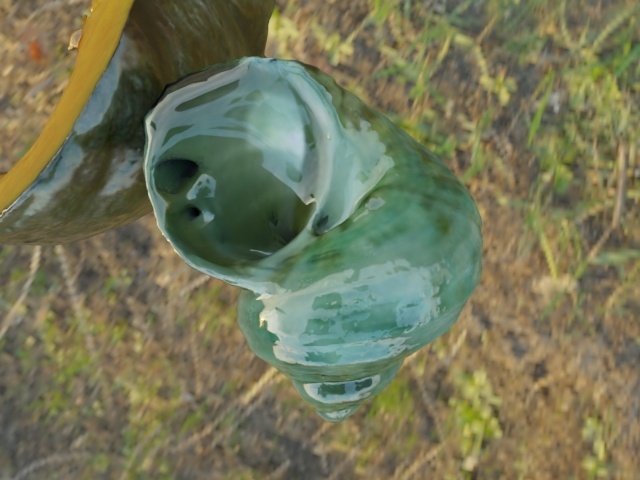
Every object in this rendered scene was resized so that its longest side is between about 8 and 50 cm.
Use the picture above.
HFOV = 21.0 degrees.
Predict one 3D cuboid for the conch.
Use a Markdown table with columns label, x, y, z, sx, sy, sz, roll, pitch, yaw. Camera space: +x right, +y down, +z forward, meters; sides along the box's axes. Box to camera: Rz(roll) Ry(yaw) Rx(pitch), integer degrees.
| label | x | y | z | sx | sy | sz | roll | pitch | yaw |
| --- | --- | --- | --- | --- | --- | --- | --- | --- | --- |
| conch | -0.001 | -0.002 | 0.934 | 0.176 | 0.188 | 0.122 | -9 | 163 | -13 |

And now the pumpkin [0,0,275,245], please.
| label | x | y | z | sx | sy | sz | roll | pitch | yaw |
| --- | --- | --- | --- | --- | --- | --- | --- | --- | --- |
| pumpkin | -0.098 | -0.068 | 1.007 | 0.130 | 0.149 | 0.254 | 30 | 102 | -26 |
